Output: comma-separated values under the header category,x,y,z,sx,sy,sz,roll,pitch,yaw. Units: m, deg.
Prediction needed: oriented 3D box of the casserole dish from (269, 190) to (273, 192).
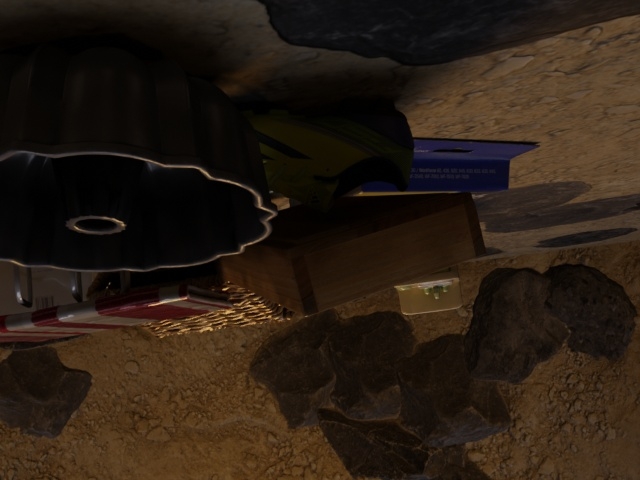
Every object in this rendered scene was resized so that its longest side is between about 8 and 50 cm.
category,x,y,z,sx,sy,sz,roll,pitch,yaw
casserole dish,-0.119,-0.094,1.008,0.114,0.037,0.188,-9,171,15

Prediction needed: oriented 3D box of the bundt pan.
category,x,y,z,sx,sy,sz,roll,pitch,yaw
bundt pan,-0.207,-0.070,0.665,0.330,0.124,0.331,-4,162,-1

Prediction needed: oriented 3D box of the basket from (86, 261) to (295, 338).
category,x,y,z,sx,sy,sz,roll,pitch,yaw
basket,-0.211,0.027,1.228,0.299,0.214,0.223,-9,154,17

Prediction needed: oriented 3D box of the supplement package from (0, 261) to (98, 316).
category,x,y,z,sx,sy,sz,roll,pitch,yaw
supplement package,-0.572,0.094,1.526,0.194,0.149,0.203,-6,171,-10

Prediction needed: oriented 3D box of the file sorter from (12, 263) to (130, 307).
category,x,y,z,sx,sy,sz,roll,pitch,yaw
file sorter,-0.390,0.000,0.933,0.277,0.173,0.193,-5,173,-18

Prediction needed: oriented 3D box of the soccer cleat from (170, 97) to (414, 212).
category,x,y,z,sx,sy,sz,roll,pitch,yaw
soccer cleat,-0.034,-0.088,0.813,0.289,0.121,0.093,-7,172,-3

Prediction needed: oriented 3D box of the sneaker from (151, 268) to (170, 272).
category,x,y,z,sx,sy,sz,roll,pitch,yaw
sneaker,-0.214,-0.011,1.030,0.108,0.121,0.302,10,174,-22

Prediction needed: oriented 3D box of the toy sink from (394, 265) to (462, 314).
category,x,y,z,sx,sy,sz,roll,pitch,yaw
toy sink,0.243,0.051,1.679,0.152,0.234,0.131,-8,173,11

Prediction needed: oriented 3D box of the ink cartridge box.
category,x,y,z,sx,sy,sz,roll,pitch,yaw
ink cartridge box,0.151,-0.090,1.186,0.303,0.072,0.307,-3,173,-30

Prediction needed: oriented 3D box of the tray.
category,x,y,z,sx,sy,sz,roll,pitch,yaw
tray,0.000,0.000,0.881,0.202,0.076,0.411,-18,-171,-18

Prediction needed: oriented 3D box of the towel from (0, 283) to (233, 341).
category,x,y,z,sx,sy,sz,roll,pitch,yaw
towel,-0.307,0.099,0.987,0.329,0.037,0.237,-10,172,6

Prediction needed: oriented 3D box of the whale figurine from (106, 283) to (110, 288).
category,x,y,z,sx,sy,sz,roll,pitch,yaw
whale figurine,-0.667,0.143,1.980,0.272,0.141,0.216,-37,162,20
